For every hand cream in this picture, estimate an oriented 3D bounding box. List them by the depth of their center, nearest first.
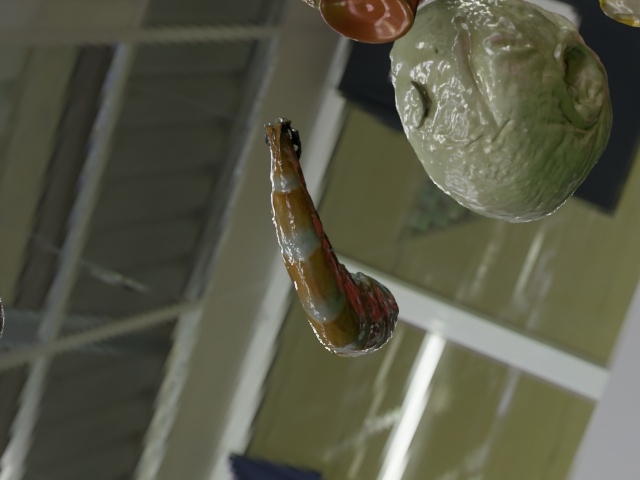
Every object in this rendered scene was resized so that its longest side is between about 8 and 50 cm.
[{"bbox_3d":[0.067,-0.321,1.734,0.140,0.089,0.314,49,-140,-48],"label":"hand cream"}]

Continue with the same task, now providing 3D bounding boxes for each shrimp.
[{"bbox_3d":[0.000,0.000,1.306,0.166,0.049,0.161,71,-165,11],"label":"shrimp"}]

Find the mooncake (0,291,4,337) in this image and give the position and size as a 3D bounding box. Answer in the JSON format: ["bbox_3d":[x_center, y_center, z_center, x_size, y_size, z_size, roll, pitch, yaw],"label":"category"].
[{"bbox_3d":[-0.366,0.043,1.542,0.234,0.117,0.235,-22,-30,-13],"label":"mooncake"}]

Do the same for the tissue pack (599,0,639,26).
[{"bbox_3d":[0.416,-0.355,1.653,0.382,0.293,0.228,-69,-16,-46],"label":"tissue pack"}]

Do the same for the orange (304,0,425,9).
[{"bbox_3d":[0.045,-0.343,1.934,0.240,0.240,0.240,-51,-26,-38],"label":"orange"}]

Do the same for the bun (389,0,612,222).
[{"bbox_3d":[0.180,-0.142,1.798,0.153,0.244,0.244,-34,0,33],"label":"bun"}]
